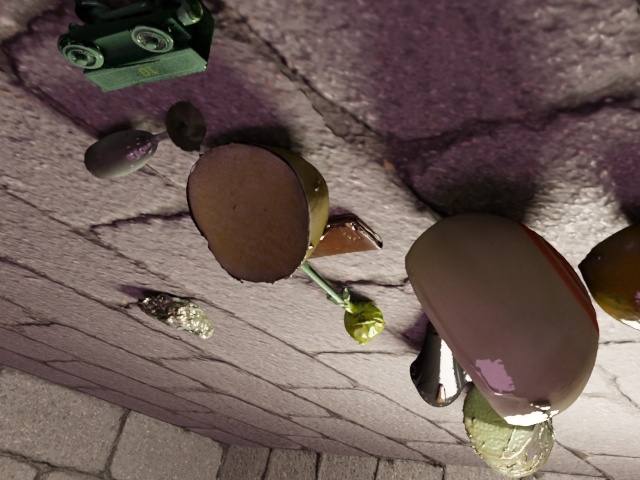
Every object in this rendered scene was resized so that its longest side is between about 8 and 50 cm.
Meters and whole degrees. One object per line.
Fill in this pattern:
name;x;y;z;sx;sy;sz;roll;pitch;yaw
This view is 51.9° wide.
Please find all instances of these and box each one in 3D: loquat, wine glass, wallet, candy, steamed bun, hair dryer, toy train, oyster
loquat;0.414;0.043;0.797;0.195;0.152;0.152;15;156;13
wine glass;-0.232;-0.120;0.840;0.198;0.066;0.066;-11;146;40
wallet;0.000;0.000;1.025;0.176;0.026;0.095;-7;146;34
candy;0.033;0.103;1.198;0.077;0.073;0.262;-24;133;24
steamed bun;0.243;0.082;0.839;0.177;0.283;0.283;-36;138;10
hair dryer;0.363;0.245;1.331;0.359;0.120;0.303;-1;139;4
toy train;-0.180;-0.199;0.653;0.172;0.070;0.099;-3;158;28
oyster;-0.328;0.171;1.490;0.177;0.064;0.125;16;159;-2

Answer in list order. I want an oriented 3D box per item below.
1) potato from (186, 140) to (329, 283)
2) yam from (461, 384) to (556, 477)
potato;-0.064;-0.047;0.858;0.202;0.182;0.117;1;-164;37
yam;0.450;0.452;1.576;0.202;0.201;0.271;0;145;23
